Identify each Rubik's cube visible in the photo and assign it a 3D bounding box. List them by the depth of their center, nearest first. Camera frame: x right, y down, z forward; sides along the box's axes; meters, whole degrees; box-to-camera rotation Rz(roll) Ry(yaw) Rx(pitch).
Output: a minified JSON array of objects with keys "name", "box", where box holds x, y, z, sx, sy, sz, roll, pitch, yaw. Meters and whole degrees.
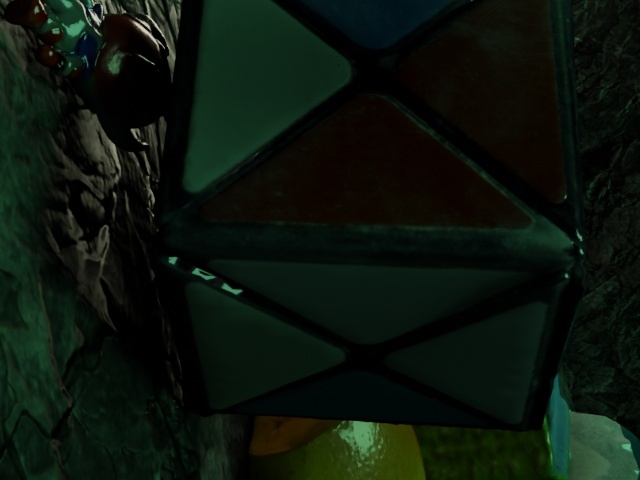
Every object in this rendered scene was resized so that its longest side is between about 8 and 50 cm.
[{"name":"Rubik's cube","box":[0.043,-0.032,0.924,0.310,0.305,0.306,89,2,-59]}]

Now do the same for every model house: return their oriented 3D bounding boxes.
[{"name":"model house","box":[0.183,0.197,1.485,0.215,0.237,0.303,32,51,-63]}]

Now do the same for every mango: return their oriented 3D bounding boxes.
[{"name":"mango","box":[0.029,0.248,1.128,0.257,0.138,0.187,62,36,-32]}]

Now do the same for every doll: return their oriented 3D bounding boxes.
[{"name":"doll","box":[-0.161,-0.134,0.868,0.195,0.062,0.104,38,32,-55]}]

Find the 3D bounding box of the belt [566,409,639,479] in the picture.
[{"name":"belt","box":[0.321,0.426,1.648,0.173,0.300,0.436,-85,179,-50]}]
